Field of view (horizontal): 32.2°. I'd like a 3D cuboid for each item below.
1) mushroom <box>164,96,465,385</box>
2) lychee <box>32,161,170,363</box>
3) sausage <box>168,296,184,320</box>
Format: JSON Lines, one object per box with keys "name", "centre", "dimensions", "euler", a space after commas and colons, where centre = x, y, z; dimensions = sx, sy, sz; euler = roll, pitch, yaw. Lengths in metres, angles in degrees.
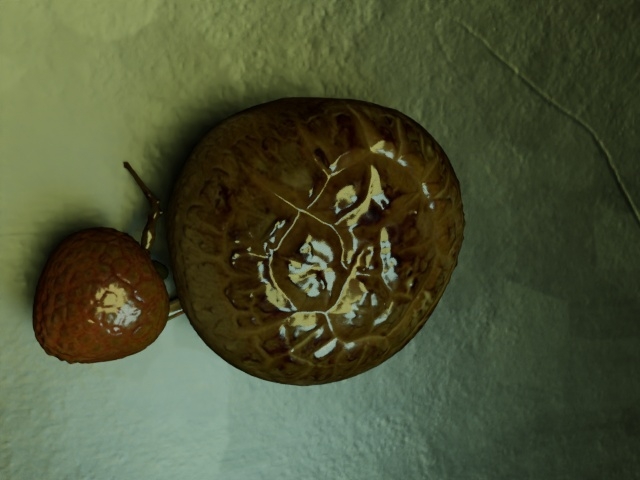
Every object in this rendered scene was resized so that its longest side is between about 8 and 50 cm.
{"name": "mushroom", "centre": [0.000, 0.000, 0.882], "dimensions": [0.253, 0.153, 0.253], "euler": [-8, 110, -23]}
{"name": "lychee", "centre": [-0.160, 0.032, 0.847], "dimensions": [0.140, 0.101, 0.114], "euler": [-43, 103, -2]}
{"name": "sausage", "centre": [-0.123, 0.057, 0.915], "dimensions": [0.100, 0.015, 0.015], "euler": [-26, 109, -15]}
